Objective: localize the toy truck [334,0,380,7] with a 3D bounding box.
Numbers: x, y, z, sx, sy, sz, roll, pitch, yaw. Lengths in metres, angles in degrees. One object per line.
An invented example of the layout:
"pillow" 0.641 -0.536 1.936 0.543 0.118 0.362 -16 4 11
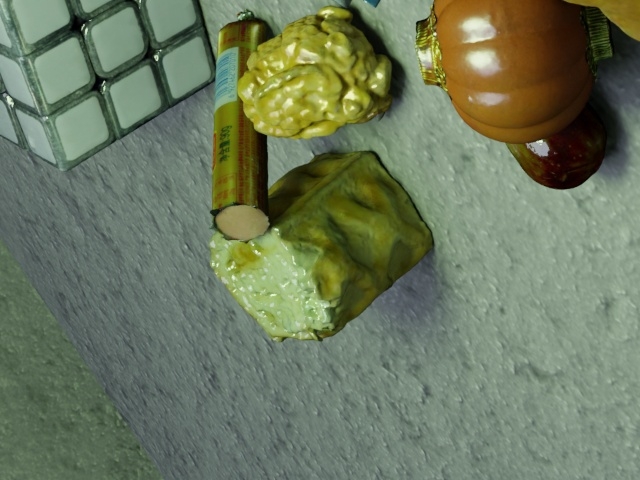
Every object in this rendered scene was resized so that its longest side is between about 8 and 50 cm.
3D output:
"toy truck" -0.039 -0.388 1.789 0.367 0.146 0.175 35 -174 38

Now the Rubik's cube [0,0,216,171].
"Rubik's cube" -0.378 -0.328 2.307 0.305 0.301 0.304 25 140 43

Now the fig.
"fig" 0.243 -0.126 1.743 0.154 0.103 0.109 34 128 19

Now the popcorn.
"popcorn" -0.007 -0.207 1.986 0.194 0.140 0.163 0 115 12

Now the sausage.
"sausage" -0.107 -0.170 2.092 0.082 0.082 0.371 99 172 -54

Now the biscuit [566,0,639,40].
"biscuit" 0.336 -0.264 1.391 0.376 0.051 0.269 15 153 26

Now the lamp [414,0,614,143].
"lamp" 0.197 -0.207 1.613 0.196 0.223 0.223 -8 124 11

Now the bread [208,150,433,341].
"bread" 0.004 0.005 2.134 0.238 0.252 0.196 4 120 51
